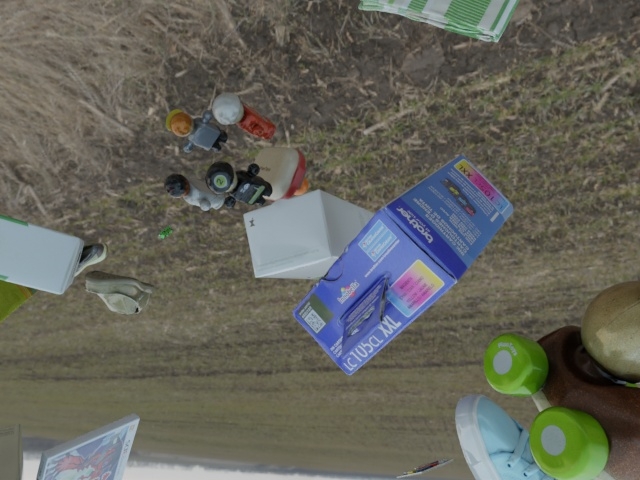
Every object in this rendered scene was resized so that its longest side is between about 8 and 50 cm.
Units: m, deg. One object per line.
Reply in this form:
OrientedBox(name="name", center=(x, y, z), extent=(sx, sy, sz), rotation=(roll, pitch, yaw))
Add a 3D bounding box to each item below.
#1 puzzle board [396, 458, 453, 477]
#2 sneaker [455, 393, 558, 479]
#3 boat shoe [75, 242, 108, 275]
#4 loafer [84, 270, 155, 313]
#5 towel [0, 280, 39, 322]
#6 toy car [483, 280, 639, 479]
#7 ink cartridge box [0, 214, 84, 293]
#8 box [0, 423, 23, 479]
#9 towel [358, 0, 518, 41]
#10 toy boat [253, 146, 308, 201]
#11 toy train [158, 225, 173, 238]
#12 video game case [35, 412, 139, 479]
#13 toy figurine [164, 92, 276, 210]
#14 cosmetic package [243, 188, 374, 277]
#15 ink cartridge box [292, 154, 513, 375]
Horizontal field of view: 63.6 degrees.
OrientedBox(name="puzzle board", center=(0.273, 0.594, 1.348), extent=(0.128, 0.011, 0.096), rotation=(1, 154, -38))
OrientedBox(name="sneaker", center=(0.350, 0.360, 0.742), extent=(0.150, 0.366, 0.135), rotation=(-39, 178, 32))
OrientedBox(name="boat shoe", center=(-0.558, 0.042, 1.179), extent=(0.152, 0.056, 0.049), rotation=(-29, 153, 12))
OrientedBox(name="loafer", center=(-0.271, 0.074, 0.706), extent=(0.056, 0.050, 0.148), rotation=(10, 170, 12))
OrientedBox(name="towel", center=(-0.609, 0.086, 0.993), extent=(0.021, 0.237, 0.102), rotation=(-27, 108, 8))
OrientedBox(name="toy car", center=(0.260, 0.092, 0.410), extent=(0.154, 0.149, 0.189), rotation=(18, 119, -26))
OrientedBox(name="ink cartridge box", center=(-0.452, 0.016, 0.788), extent=(0.152, 0.087, 0.208), rotation=(19, 171, -22))
OrientedBox(name="box", center=(-0.506, 0.391, 0.785), extent=(0.094, 0.113, 0.275), rotation=(-3, -175, -29))
OrientedBox(name="towel", center=(0.275, -0.562, 1.129), extent=(0.324, 0.248, 0.038), rotation=(23, 162, 21))
OrientedBox(name="toy boat", center=(-0.100, -0.173, 1.444), extent=(0.151, 0.151, 0.231), rotation=(24, 176, -36))
OrientedBox(name="toy train", center=(-0.500, -0.026, 1.673), extent=(0.023, 0.083, 0.017), rotation=(30, 109, -3))
OrientedBox(name="video game case", center=(-0.452, 0.445, 0.991), extent=(0.023, 0.184, 0.201), rotation=(26, -165, 26))
OrientedBox(name="toy figurine", center=(-0.205, -0.167, 1.011), extent=(0.209, 0.213, 0.148), rotation=(-2, 171, 34))
OrientedBox(name="cosmetic package", center=(0.000, 0.000, 1.242), extent=(0.196, 0.155, 0.365), rotation=(-16, 170, 24))
OrientedBox(name="ink cartridge box", center=(0.131, 0.041, 0.847), extent=(0.395, 0.151, 0.270), rotation=(-30, 163, -51))
